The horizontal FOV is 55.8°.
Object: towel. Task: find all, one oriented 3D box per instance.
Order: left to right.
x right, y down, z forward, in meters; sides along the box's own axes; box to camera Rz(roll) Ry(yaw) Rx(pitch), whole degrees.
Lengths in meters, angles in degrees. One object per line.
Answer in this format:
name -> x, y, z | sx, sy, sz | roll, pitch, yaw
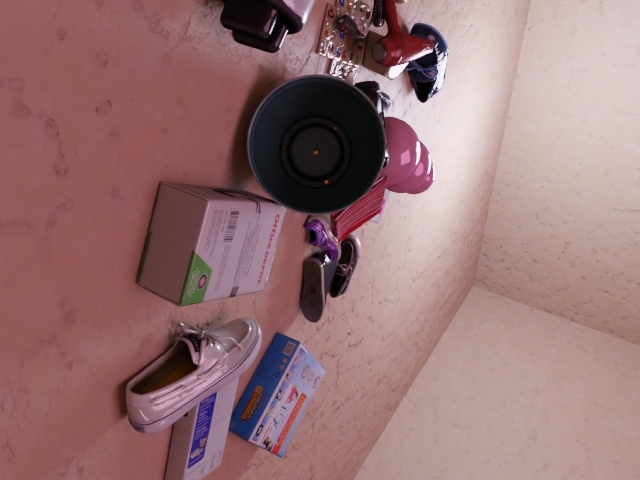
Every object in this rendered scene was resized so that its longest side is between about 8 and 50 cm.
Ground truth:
towel -> 0.112, -0.084, 1.761 | 0.199, 0.031, 0.275 | -37, 168, -7

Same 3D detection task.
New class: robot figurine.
robot figurine -> -0.081, -0.488, 1.087 | 0.173, 0.209, 0.278 | 23, 88, -23

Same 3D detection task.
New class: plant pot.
plant pot -> -0.010, -0.206, 1.359 | 0.196, 0.293, 0.293 | -104, -147, -86
plant pot -> 0.182, -0.511, 1.691 | 0.109, 0.109, 0.096 | -9, 127, -62

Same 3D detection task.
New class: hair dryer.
hair dryer -> 0.189, -0.554, 1.537 | 0.293, 0.080, 0.224 | 31, 81, -37

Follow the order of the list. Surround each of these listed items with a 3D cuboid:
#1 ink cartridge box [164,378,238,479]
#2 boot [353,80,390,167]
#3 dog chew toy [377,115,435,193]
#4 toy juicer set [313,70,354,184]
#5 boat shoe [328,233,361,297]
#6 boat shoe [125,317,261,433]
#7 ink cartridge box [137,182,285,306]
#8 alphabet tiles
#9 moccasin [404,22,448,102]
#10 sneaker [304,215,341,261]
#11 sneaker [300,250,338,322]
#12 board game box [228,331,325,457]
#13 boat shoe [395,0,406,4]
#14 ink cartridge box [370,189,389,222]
ink cartridge box -> -0.286, 0.439, 1.487 | 0.165, 0.065, 0.333 | -14, 123, -61
boot -> 0.138, -0.292, 1.606 | 0.246, 0.094, 0.207 | 2, 85, -78
dog chew toy -> 0.239, -0.237, 1.827 | 0.332, 0.206, 0.207 | 24, 86, -49
toy juicer set -> 0.050, -0.262, 1.615 | 0.329, 0.089, 0.209 | -59, 153, -22
boat shoe -> 0.075, 0.087, 1.942 | 0.070, 0.077, 0.219 | -31, 136, -56
boat shoe -> -0.272, 0.244, 1.313 | 0.367, 0.135, 0.156 | -33, 134, -38
ink cartridge box -> -0.212, 0.004, 1.239 | 0.289, 0.121, 0.211 | -2, 110, -64
alphabet tiles -> 0.060, -0.518, 1.540 | 0.237, 0.009, 0.198 | -13, 120, -61
moccasin -> 0.346, -0.556, 1.947 | 0.117, 0.137, 0.342 | -61, 153, -9
sneaker -> 0.000, 0.000, 1.737 | 0.071, 0.068, 0.170 | -44, 126, -19
sneaker -> 0.005, 0.137, 1.831 | 0.118, 0.083, 0.222 | -34, 137, -52
board game box -> -0.123, 0.471, 1.817 | 0.308, 0.086, 0.302 | -61, 154, -19
boat shoe -> 0.224, -0.688, 1.680 | 0.170, 0.063, 0.059 | -44, 139, -45
ink cartridge box -> 0.170, -0.202, 1.943 | 0.239, 0.060, 0.275 | 8, 101, -66
